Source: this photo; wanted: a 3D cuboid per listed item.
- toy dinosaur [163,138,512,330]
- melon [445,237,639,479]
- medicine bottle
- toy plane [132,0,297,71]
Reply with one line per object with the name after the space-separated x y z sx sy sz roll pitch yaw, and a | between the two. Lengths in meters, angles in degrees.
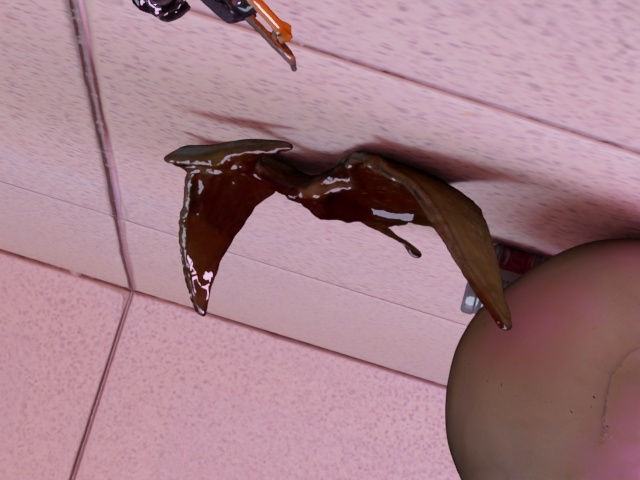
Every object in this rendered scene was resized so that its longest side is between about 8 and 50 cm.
0.010 0.003 1.078 0.327 0.113 0.206 10 170 30 | toy dinosaur
0.193 0.111 1.031 0.223 0.223 0.317 17 175 -4 | melon
0.156 0.039 1.205 0.091 0.058 0.058 16 172 6 | medicine bottle
-0.070 -0.122 0.542 0.135 0.062 0.188 44 -172 37 | toy plane
